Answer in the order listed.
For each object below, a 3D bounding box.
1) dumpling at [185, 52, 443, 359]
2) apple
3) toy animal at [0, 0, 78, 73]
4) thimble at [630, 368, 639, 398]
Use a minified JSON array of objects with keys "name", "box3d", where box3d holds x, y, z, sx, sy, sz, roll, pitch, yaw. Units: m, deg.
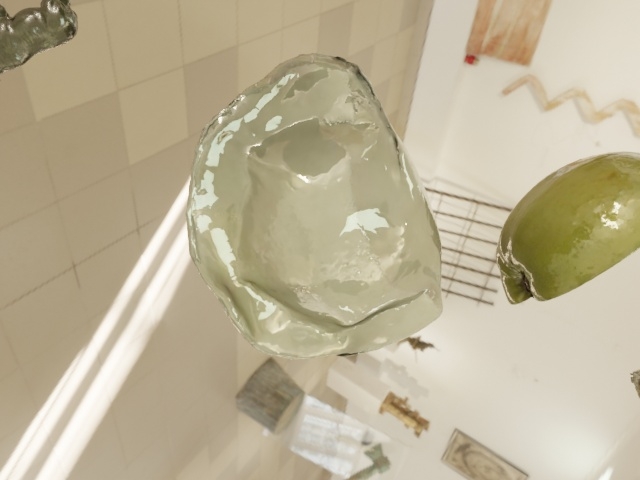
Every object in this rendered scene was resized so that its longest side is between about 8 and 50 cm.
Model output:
[{"name":"dumpling","box3d":[0.001,0.003,0.615,0.260,0.181,0.341,-31,141,-11]},{"name":"apple","box3d":[0.531,-0.009,1.126,0.360,0.312,0.320,-34,131,-5]},{"name":"toy animal","box3d":[-0.300,-0.199,0.540,0.135,0.065,0.047,-26,176,-1]},{"name":"thimble","box3d":[0.642,0.275,1.027,0.102,0.090,0.115,-97,165,-47]}]
